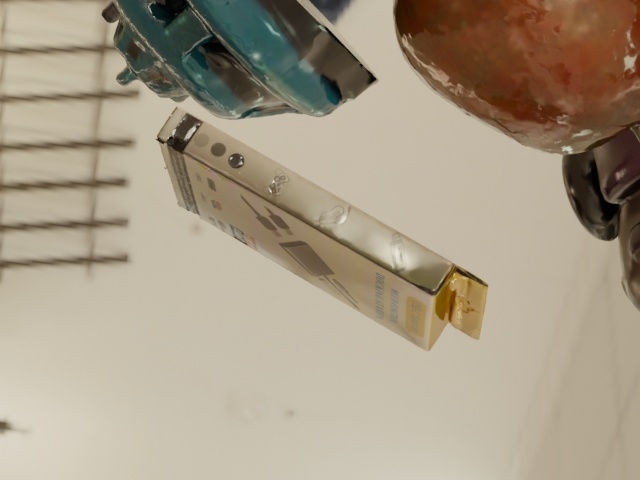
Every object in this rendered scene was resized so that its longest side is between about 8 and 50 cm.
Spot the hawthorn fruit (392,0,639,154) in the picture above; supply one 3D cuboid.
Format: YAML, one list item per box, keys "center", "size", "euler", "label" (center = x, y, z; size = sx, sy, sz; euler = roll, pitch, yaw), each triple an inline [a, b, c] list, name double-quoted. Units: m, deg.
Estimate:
- center: [0.130, -0.112, 0.804]
  size: [0.149, 0.189, 0.149]
  euler: [-53, 161, -27]
  label: "hawthorn fruit"

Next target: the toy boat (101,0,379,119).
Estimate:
- center: [-0.055, -0.098, 0.732]
  size: [0.092, 0.134, 0.299]
  euler: [-41, -171, 6]
  label: "toy boat"

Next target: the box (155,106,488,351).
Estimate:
- center: [0.000, 0.000, 1.112]
  size: [0.033, 0.247, 0.129]
  euler: [-56, 166, -17]
  label: "box"

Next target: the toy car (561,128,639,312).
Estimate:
- center: [0.323, 0.019, 1.046]
  size: [0.341, 0.271, 0.240]
  euler: [26, 52, -54]
  label: "toy car"
